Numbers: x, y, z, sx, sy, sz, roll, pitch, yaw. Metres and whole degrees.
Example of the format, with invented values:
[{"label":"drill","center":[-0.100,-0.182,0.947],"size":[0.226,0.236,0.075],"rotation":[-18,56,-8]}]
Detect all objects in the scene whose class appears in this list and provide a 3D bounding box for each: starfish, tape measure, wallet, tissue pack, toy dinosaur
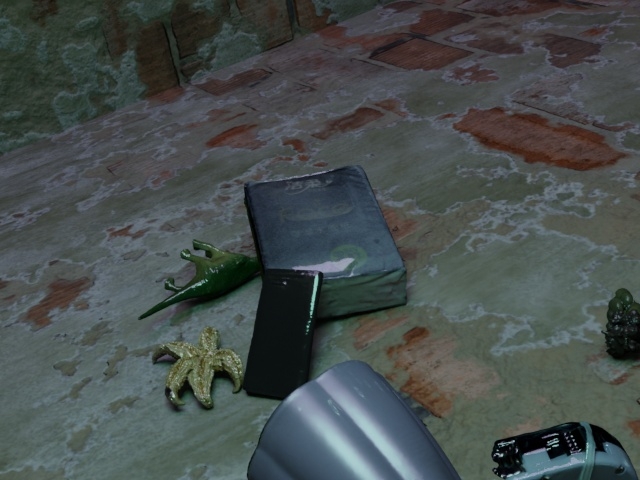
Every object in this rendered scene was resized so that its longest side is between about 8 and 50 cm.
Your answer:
[{"label":"starfish","center":[-0.243,0.235,1.722],"size":[0.216,0.071,0.238],"rotation":[1,26,11]},{"label":"tape measure","center":[0.343,0.338,1.222],"size":[0.181,0.182,0.107],"rotation":[-20,32,7]},{"label":"wallet","center":[-0.068,0.171,1.654],"size":[0.124,0.025,0.244],"rotation":[3,73,23]},{"label":"tissue pack","center":[0.000,0.000,1.906],"size":[0.288,0.124,0.394],"rotation":[-8,37,-8]},{"label":"toy dinosaur","center":[-0.170,0.090,1.944],"size":[0.301,0.087,0.447],"rotation":[22,45,21]}]

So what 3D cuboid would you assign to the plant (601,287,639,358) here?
[{"label":"plant","center":[0.544,0.147,1.580],"size":[0.087,0.085,0.174],"rotation":[21,32,6]}]

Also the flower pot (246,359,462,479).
[{"label":"flower pot","center":[0.064,0.349,1.265],"size":[0.265,0.265,0.243],"rotation":[-27,46,-24]}]
